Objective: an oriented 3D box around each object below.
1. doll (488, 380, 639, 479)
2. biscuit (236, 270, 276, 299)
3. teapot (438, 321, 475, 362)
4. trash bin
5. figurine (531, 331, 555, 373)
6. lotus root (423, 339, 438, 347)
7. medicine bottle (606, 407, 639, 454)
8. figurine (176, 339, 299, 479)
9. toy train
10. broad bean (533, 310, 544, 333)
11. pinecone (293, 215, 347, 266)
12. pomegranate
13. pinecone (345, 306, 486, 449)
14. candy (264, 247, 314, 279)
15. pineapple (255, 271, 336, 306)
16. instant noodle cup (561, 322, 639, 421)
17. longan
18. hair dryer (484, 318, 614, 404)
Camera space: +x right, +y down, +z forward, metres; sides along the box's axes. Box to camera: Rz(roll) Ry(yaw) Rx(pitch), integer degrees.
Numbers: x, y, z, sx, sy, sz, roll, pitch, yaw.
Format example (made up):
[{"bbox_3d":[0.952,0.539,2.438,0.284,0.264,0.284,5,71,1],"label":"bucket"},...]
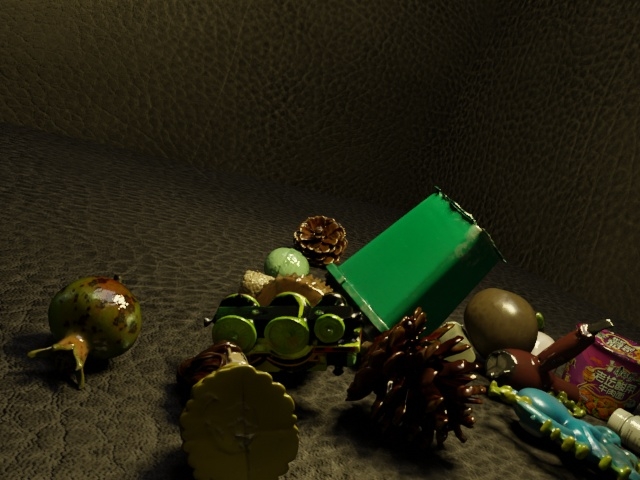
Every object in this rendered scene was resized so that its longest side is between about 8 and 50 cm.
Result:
[{"bbox_3d":[0.545,0.426,1.502,0.341,0.098,0.346,39,14,32],"label":"doll"},{"bbox_3d":[-0.124,0.134,1.728,0.169,0.082,0.070,19,14,-4],"label":"biscuit"},{"bbox_3d":[0.377,0.290,1.855,0.107,0.077,0.200,44,12,-4],"label":"teapot"},{"bbox_3d":[0.233,0.095,1.641,0.295,0.381,0.259,49,5,38],"label":"trash bin"},{"bbox_3d":[0.571,0.300,1.963,0.200,0.133,0.276,2,20,-37],"label":"figurine"},{"bbox_3d":[0.299,0.265,1.882,0.049,0.054,0.099,41,12,8],"label":"lotus root"},{"bbox_3d":[0.771,0.470,1.664,0.080,0.080,0.130,9,16,-42],"label":"medicine bottle"},{"bbox_3d":[-0.139,0.242,1.081,0.187,0.168,0.315,61,-6,-13],"label":"figurine"},{"bbox_3d":[-0.064,0.181,1.267,0.296,0.160,0.100,-1,25,6],"label":"toy train"},{"bbox_3d":[0.641,0.268,2.092,0.098,0.056,0.318,46,-11,35],"label":"broad bean"},{"bbox_3d":[0.000,0.002,2.300,0.186,0.168,0.212,5,0,-1],"label":"pinecone"},{"bbox_3d":[-0.389,0.140,1.144,0.156,0.156,0.220,21,15,4],"label":"pomegranate"},{"bbox_3d":[0.188,0.267,1.284,0.264,0.264,0.264,19,12,-4],"label":"pinecone"},{"bbox_3d":[0.044,0.150,1.932,0.440,0.119,0.119,27,12,0],"label":"candy"},{"bbox_3d":[-0.035,0.173,1.509,0.202,0.202,0.362,22,-1,11],"label":"pineapple"},{"bbox_3d":[0.780,0.367,1.869,0.251,0.190,0.251,20,12,-5],"label":"instant noodle cup"},{"bbox_3d":[0.484,0.229,1.833,0.198,0.198,0.212,7,52,-46],"label":"longan"},{"bbox_3d":[0.603,0.292,1.665,0.313,0.340,0.123,20,45,-26],"label":"hair dryer"}]
